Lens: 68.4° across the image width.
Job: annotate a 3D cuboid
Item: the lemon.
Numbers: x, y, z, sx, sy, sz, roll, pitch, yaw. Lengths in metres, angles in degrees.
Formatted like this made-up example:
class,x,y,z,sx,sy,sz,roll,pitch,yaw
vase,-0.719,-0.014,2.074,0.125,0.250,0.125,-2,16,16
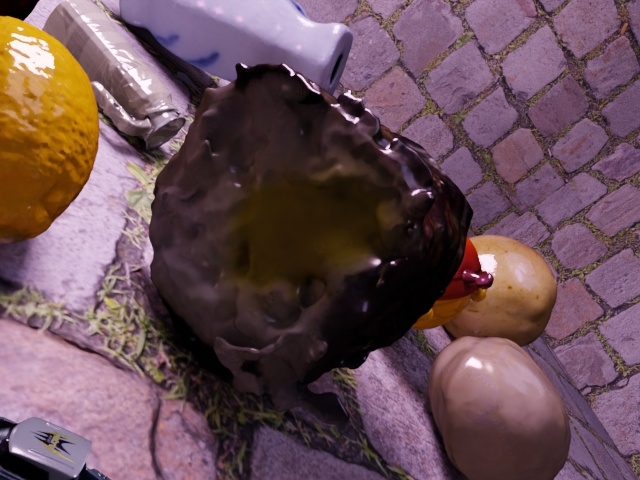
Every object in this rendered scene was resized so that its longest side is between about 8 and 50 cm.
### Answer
class,x,y,z,sx,sy,sz,roll,pitch,yaw
lemon,-0.246,-0.085,0.363,0.142,0.142,0.187,18,54,-56

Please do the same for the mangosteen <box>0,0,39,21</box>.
class,x,y,z,sx,sy,sz,roll,pitch,yaw
mangosteen,-0.341,-0.225,0.344,0.231,0.231,0.289,29,59,-45

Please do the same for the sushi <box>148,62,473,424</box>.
class,x,y,z,sx,sy,sz,roll,pitch,yaw
sushi,-0.002,-0.001,0.523,0.281,0.300,0.294,32,12,19

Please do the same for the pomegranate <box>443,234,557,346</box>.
class,x,y,z,sx,sy,sz,roll,pitch,yaw
pomegranate,0.419,0.132,1.199,0.319,0.319,0.319,42,21,-21

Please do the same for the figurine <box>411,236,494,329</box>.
class,x,y,z,sx,sy,sz,roll,pitch,yaw
figurine,0.158,0.028,0.866,0.320,0.196,0.323,-14,47,-35

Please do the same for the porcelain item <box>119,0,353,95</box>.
class,x,y,z,sx,sy,sz,roll,pitch,yaw
porcelain item,-0.154,-0.396,0.889,0.405,0.179,0.242,22,20,4

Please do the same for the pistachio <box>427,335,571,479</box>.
class,x,y,z,sx,sy,sz,roll,pitch,yaw
pistachio,0.297,0.297,0.773,0.226,0.207,0.332,-51,124,-26

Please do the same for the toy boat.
class,x,y,z,sx,sy,sz,roll,pitch,yaw
toy boat,-0.181,0.123,0.257,0.141,0.060,0.055,39,-1,-16

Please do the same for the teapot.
class,x,y,z,sx,sy,sz,roll,pitch,yaw
teapot,-0.275,-0.215,0.621,0.200,0.077,0.107,49,24,-3
